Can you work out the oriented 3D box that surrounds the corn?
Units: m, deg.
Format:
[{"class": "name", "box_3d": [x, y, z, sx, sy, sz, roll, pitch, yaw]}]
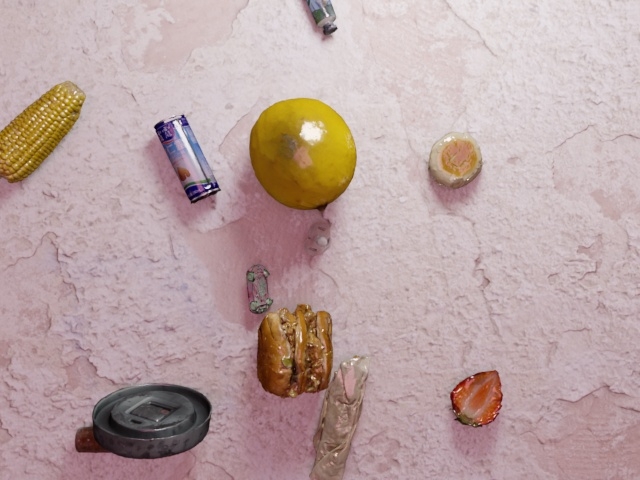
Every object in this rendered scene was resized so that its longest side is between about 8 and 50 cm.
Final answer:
[{"class": "corn", "box_3d": [-0.779, -0.291, 1.593, 0.130, 0.130, 0.347, 45, 89, -3]}]

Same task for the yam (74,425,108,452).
[{"class": "yam", "box_3d": [-0.622, 0.570, 1.673, 0.141, 0.079, 0.079, -3, 93, 0]}]

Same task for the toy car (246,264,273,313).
[{"class": "toy car", "box_3d": [-0.181, 0.139, 1.662, 0.055, 0.069, 0.142, -3, 94, 38]}]

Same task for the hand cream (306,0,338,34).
[{"class": "hand cream", "box_3d": [-0.024, -0.704, 1.621, 0.091, 0.058, 0.271, -22, 88, -3]}]

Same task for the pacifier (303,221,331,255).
[{"class": "pacifier", "box_3d": [0.000, 0.000, 1.650, 0.081, 0.078, 0.099, 20, 92, -23]}]

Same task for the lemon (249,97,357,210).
[{"class": "lemon", "box_3d": [-0.046, -0.227, 1.536, 0.297, 0.297, 0.297, 0, 93, -1]}]

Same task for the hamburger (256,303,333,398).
[{"class": "hamburger", "box_3d": [-0.067, 0.316, 1.598, 0.211, 0.245, 0.260, 2, 132, -10]}]

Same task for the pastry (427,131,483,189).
[{"class": "pastry", "box_3d": [0.379, -0.225, 1.638, 0.166, 0.088, 0.165, 0, 96, 1]}]

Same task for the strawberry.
[{"class": "strawberry", "box_3d": [0.448, 0.447, 1.683, 0.146, 0.082, 0.187, 37, 86, -8]}]

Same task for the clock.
[{"class": "clock", "box_3d": [-0.445, 0.474, 1.556, 0.313, 0.312, 0.061, 5, 101, -1]}]

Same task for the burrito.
[{"class": "burrito", "box_3d": [0.053, 0.515, 1.679, 0.117, 0.076, 0.392, 14, 93, -1]}]

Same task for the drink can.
[{"class": "drink can", "box_3d": [-0.369, -0.226, 1.620, 0.097, 0.097, 0.235, -26, 94, 0]}]
